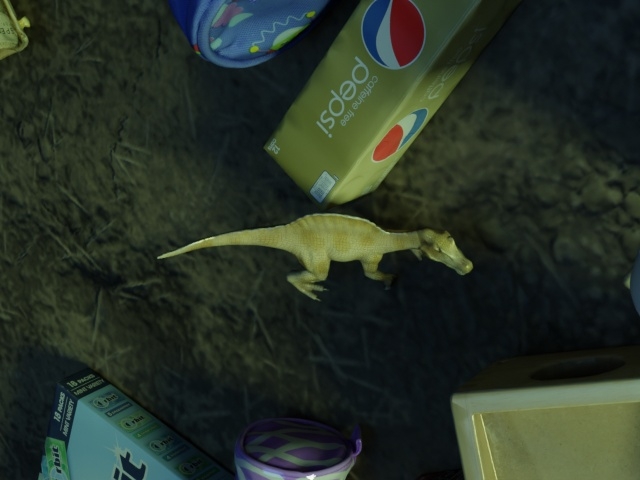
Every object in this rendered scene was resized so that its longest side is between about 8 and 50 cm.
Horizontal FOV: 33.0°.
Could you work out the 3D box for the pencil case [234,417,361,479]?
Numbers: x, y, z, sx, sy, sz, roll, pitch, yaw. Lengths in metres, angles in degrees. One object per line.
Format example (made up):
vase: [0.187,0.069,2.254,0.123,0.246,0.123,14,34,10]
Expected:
pencil case: [-0.022,0.226,0.763,0.088,0.086,0.206,4,112,0]

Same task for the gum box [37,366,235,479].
gum box: [-0.151,0.217,0.878,0.184,0.041,0.157,30,120,25]

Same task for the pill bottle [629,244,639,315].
pill bottle: [0.248,-0.116,0.379,0.210,0.210,0.363,25,117,28]

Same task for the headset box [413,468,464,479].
headset box: [0.094,0.181,0.694,0.083,0.032,0.062,-19,92,39]

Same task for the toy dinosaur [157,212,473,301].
toy dinosaur: [0.000,0.000,0.662,0.183,0.092,0.053,1,72,5]

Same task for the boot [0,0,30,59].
boot: [-0.265,-0.237,0.787,0.262,0.095,0.203,-25,88,40]

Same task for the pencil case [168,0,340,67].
pencil case: [-0.091,-0.248,0.632,0.119,0.133,0.306,-33,81,4]

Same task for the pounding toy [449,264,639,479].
pounding toy: [0.184,0.096,0.572,0.206,0.094,0.181,-9,93,28]

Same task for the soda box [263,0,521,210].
soda box: [0.044,-0.102,0.625,0.058,0.061,0.181,49,126,15]
